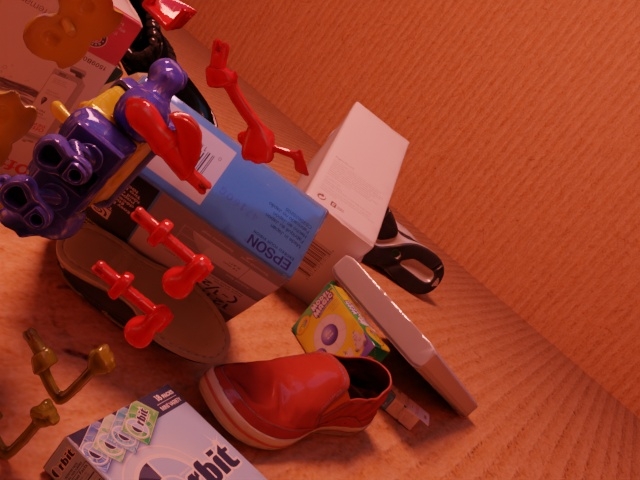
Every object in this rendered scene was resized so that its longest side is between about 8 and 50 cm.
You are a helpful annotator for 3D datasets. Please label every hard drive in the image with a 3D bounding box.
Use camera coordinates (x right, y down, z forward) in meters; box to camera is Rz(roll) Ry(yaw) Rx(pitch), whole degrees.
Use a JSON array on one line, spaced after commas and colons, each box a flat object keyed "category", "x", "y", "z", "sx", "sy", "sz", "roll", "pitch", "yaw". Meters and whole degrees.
[{"category": "hard drive", "x": 0.159, "y": 0.181, "z": 1.176, "sx": 0.233, "sy": 0.047, "sz": 0.353, "roll": 48, "pitch": -1, "yaw": 35}]

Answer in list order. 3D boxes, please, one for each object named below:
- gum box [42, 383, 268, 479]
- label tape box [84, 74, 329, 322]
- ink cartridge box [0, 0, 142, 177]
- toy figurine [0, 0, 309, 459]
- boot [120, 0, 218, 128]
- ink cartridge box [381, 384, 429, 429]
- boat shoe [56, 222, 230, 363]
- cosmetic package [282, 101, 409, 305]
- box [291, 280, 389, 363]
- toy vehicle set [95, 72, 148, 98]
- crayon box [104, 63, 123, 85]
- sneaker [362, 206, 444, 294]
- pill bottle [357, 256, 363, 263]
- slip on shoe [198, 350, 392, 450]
[{"category": "gum box", "x": -0.118, "y": 0.219, "z": 0.571, "sx": 0.184, "sy": 0.041, "sz": 0.157, "roll": 41, "pitch": 14, "yaw": 11}, {"category": "label tape box", "x": -0.185, "y": -0.008, "z": 0.819, "sx": 0.249, "sy": 0.347, "sz": 0.115, "roll": 36, "pitch": 55, "yaw": -13}, {"category": "ink cartridge box", "x": -0.395, "y": -0.229, "z": 0.835, "sx": 0.207, "sy": 0.283, "sz": 0.117, "roll": 24, "pitch": 22, "yaw": -44}, {"category": "toy figurine", "x": -0.183, "y": -0.031, "z": 0.549, "sx": 0.191, "sy": 0.362, "sz": 0.217, "roll": 41, "pitch": 14, "yaw": -14}, {"category": "boot", "x": -0.349, "y": -0.366, "z": 1.446, "sx": 0.348, "sy": 0.131, "sz": 0.260, "roll": 52, "pitch": -14, "yaw": -2}, {"category": "ink cartridge box", "x": 0.134, "y": 0.273, "z": 1.065, "sx": 0.083, "sy": 0.028, "sz": 0.048, "roll": 39, "pitch": 14, "yaw": 5}, {"category": "boat shoe", "x": -0.205, "y": 0.069, "z": 0.769, "sx": 0.227, "sy": 0.069, "sz": 0.081, "roll": 38, "pitch": 57, "yaw": -3}, {"category": "cosmetic package", "x": 0.029, "y": -0.082, "z": 1.302, "sx": 0.156, "sy": 0.217, "sz": 0.385, "roll": 36, "pitch": 40, "yaw": -8}, {"category": "box", "x": 0.023, "y": 0.147, "z": 1.035, "sx": 0.043, "sy": 0.105, "sz": 0.179, "roll": 27, "pitch": 16, "yaw": -40}, {"category": "toy vehicle set", "x": -0.379, "y": -0.268, "z": 1.241, "sx": 0.267, "sy": 0.166, "sz": 0.035, "roll": -96, "pitch": 167, "yaw": -77}, {"category": "crayon box", "x": -0.534, "y": -0.426, "z": 1.433, "sx": 0.202, "sy": 0.081, "sz": 0.318, "roll": 44, "pitch": 2, "yaw": -26}, {"category": "sneaker", "x": 0.137, "y": -0.030, "z": 1.886, "sx": 0.447, "sy": 0.169, "sz": 0.257, "roll": 41, "pitch": 3, "yaw": -23}, {"category": "pill bottle", "x": 0.000, "y": 0.000, "z": 1.460, "sx": 0.180, "sy": 0.108, "sz": 0.108, "roll": 33, "pitch": 14, "yaw": -18}, {"category": "slip on shoe", "x": -0.019, "y": 0.183, "z": 0.820, "sx": 0.331, "sy": 0.101, "sz": 0.123, "roll": 18, "pitch": 25, "yaw": -52}]
